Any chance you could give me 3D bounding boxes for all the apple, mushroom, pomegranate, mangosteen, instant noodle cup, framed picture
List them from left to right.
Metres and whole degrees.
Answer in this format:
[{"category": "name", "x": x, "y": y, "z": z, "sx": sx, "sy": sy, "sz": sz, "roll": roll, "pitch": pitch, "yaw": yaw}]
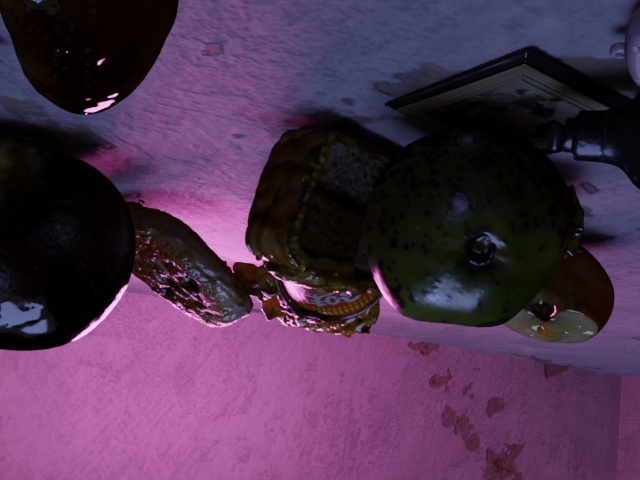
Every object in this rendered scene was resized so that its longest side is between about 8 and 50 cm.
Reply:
[{"category": "mushroom", "x": -0.203, "y": -0.192, "z": 0.482, "sx": 0.218, "sy": 0.148, "sz": 0.227, "roll": 26, "pitch": 158, "yaw": 0}, {"category": "mangosteen", "x": -0.427, "y": 0.006, "z": 1.080, "sx": 0.330, "sy": 0.330, "sz": 0.330, "roll": 8, "pitch": 168, "yaw": 2}, {"category": "instant noodle cup", "x": 0.000, "y": 0.000, "z": 1.076, "sx": 0.193, "sy": 0.193, "sz": 0.212, "roll": 5, "pitch": 160, "yaw": 14}, {"category": "pomegranate", "x": 0.149, "y": -0.026, "z": 0.803, "sx": 0.214, "sy": 0.214, "sz": 0.248, "roll": 8, "pitch": -157, "yaw": 0}, {"category": "framed picture", "x": 0.194, "y": -0.122, "z": 0.746, "sx": 0.195, "sy": 0.010, "sz": 0.199, "roll": 15, "pitch": 166, "yaw": -32}, {"category": "apple", "x": 0.357, "y": 0.075, "z": 1.191, "sx": 0.195, "sy": 0.160, "sz": 0.173, "roll": -2, "pitch": 168, "yaw": 34}]

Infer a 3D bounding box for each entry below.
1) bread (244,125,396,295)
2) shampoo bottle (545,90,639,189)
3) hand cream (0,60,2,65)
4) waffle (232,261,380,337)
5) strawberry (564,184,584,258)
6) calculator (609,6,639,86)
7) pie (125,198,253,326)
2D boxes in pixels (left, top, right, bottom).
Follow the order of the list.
[{"category": "bread", "x": 0.028, "y": -0.027, "z": 0.890, "sx": 0.222, "sy": 0.181, "sz": 0.096, "roll": 18, "pitch": 175, "yaw": -41}, {"category": "shampoo bottle", "x": 0.330, "y": -0.083, "z": 0.624, "sx": 0.284, "sy": 0.101, "sz": 0.101, "roll": 4, "pitch": 167, "yaw": 18}, {"category": "hand cream", "x": -0.463, "y": -0.200, "z": 0.628, "sx": 0.186, "sy": 0.118, "sz": 0.359, "roll": -1, "pitch": 173, "yaw": 24}, {"category": "waffle", "x": -0.010, "y": 0.088, "z": 1.488, "sx": 0.261, "sy": 0.151, "sz": 0.324, "roll": 10, "pitch": 165, "yaw": 13}, {"category": "strawberry", "x": 0.226, "y": -0.043, "z": 0.940, "sx": 0.208, "sy": 0.087, "sz": 0.167, "roll": 13, "pitch": 161, "yaw": 17}, {"category": "calculator", "x": 0.298, "y": -0.140, "z": 0.541, "sx": 0.175, "sy": 0.032, "sz": 0.100, "roll": 3, "pitch": 166, "yaw": 25}, {"category": "pie", "x": -0.257, "y": 0.044, "z": 1.361, "sx": 0.315, "sy": 0.092, "sz": 0.315, "roll": 32, "pitch": 157, "yaw": 16}]
